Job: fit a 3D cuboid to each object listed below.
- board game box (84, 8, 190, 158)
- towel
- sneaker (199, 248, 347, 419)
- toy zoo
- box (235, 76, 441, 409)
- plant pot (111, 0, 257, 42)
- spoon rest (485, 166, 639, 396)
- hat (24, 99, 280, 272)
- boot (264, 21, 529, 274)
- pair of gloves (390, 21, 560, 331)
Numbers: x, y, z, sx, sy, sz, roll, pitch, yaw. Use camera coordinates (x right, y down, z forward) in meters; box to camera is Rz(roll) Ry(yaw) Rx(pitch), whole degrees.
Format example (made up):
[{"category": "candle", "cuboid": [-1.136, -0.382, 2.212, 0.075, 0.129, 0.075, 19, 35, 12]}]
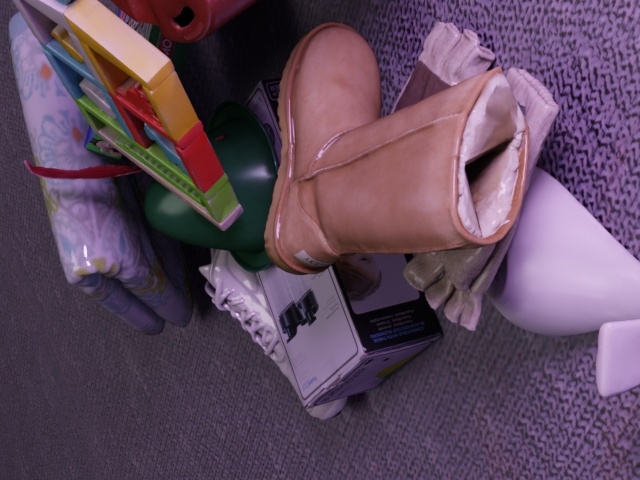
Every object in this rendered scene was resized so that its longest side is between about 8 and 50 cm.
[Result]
[{"category": "board game box", "cuboid": [-0.166, -0.265, 1.574, 0.213, 0.046, 0.317, 146, 138, -61]}, {"category": "towel", "cuboid": [-0.252, -0.069, 1.783, 0.374, 0.090, 0.321, 58, -167, -73]}, {"category": "sneaker", "cuboid": [-0.059, 0.061, 1.591, 0.292, 0.118, 0.110, 66, 150, 19]}, {"category": "toy zoo", "cuboid": [-0.176, -0.136, 1.321, 0.192, 0.030, 0.293, 36, 165, 27]}, {"category": "box", "cuboid": [0.000, 0.000, 1.476, 0.290, 0.087, 0.169, 69, 153, 17]}, {"category": "plant pot", "cuboid": [-0.065, -0.309, 1.154, 0.272, 0.265, 0.272, 39, 157, 20]}, {"category": "spoon rest", "cuboid": [0.190, 0.032, 1.144, 0.276, 0.084, 0.137, -126, 34, -63]}, {"category": "hat", "cuboid": [-0.158, -0.036, 1.465, 0.208, 0.183, 0.173, -28, 75, 63]}, {"category": "boot", "cuboid": [0.064, -0.089, 1.182, 0.269, 0.089, 0.236, -16, 64, 58]}, {"category": "pair of gloves", "cuboid": [0.106, -0.059, 1.213, 0.204, 0.042, 0.240, -68, 26, 16]}]
